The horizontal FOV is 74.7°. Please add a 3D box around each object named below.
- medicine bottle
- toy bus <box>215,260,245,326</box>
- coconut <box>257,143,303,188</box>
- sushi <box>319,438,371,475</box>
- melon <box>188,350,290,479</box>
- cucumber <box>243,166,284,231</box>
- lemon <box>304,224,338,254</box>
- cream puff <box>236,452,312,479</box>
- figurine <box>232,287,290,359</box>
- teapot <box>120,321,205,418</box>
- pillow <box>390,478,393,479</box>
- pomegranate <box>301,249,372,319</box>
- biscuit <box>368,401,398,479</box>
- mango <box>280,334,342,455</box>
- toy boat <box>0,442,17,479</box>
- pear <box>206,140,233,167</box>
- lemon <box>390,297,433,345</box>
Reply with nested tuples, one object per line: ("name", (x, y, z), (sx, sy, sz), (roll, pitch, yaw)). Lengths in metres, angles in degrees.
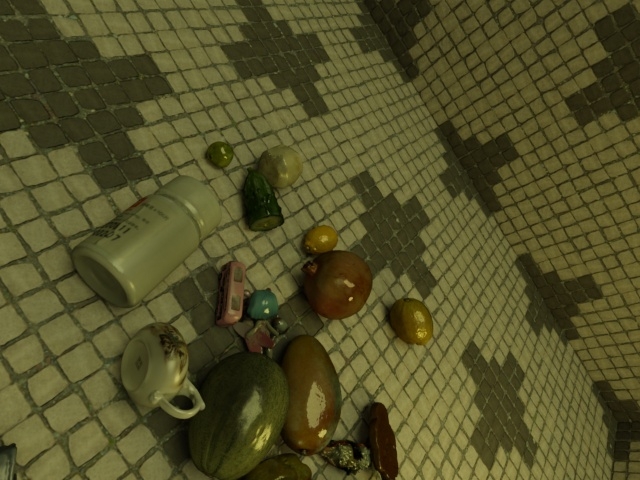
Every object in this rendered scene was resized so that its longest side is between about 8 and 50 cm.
("medicine bottle", (-0.460, -0.009, 1.159), (0.211, 0.211, 0.371), (48, 47, -12))
("toy bus", (-0.280, 0.165, 1.314), (0.063, 0.090, 0.203), (18, 58, -33))
("coconut", (-0.148, -0.285, 1.596), (0.162, 0.161, 0.161), (-37, 95, -47))
("sushi", (0.089, 0.709, 1.369), (0.226, 0.103, 0.097), (22, 74, -30))
("melon", (-0.217, 0.456, 1.120), (0.248, 0.248, 0.329), (40, 49, -20))
("cucumber", (-0.220, -0.158, 1.506), (0.134, 0.134, 0.244), (-4, 69, -42))
("lemon", (0.000, 0.000, 1.619), (0.155, 0.114, 0.114), (-24, 86, -37))
("cream puff", (-0.153, 0.702, 1.126), (0.282, 0.185, 0.282), (-39, 138, -48))
("figurine", (-0.167, 0.281, 1.349), (0.205, 0.103, 0.260), (2, 78, -38))
("teapot", (-0.401, 0.319, 1.053), (0.139, 0.204, 0.298), (21, 27, -51))
("pillow", (0.135, 0.908, 1.264), (0.310, 0.138, 0.283), (-1, 93, -44))
("pomegranate", (0.048, 0.149, 1.510), (0.270, 0.229, 0.252), (34, 50, -17))
("biscuit", (0.218, 0.719, 1.469), (0.208, 0.041, 0.290), (46, 32, -47))
("mango", (-0.038, 0.464, 1.311), (0.221, 0.199, 0.384), (50, 26, -39))
("toy boat", (-0.634, 0.548, 0.802), (0.078, 0.127, 0.283), (10, 68, -37))
("pear", (-0.350, -0.308, 1.483), (0.092, 0.092, 0.097), (55, 46, -6))
("lemon", (0.379, 0.338, 1.745), (0.170, 0.170, 0.207), (-16, 87, -44))
